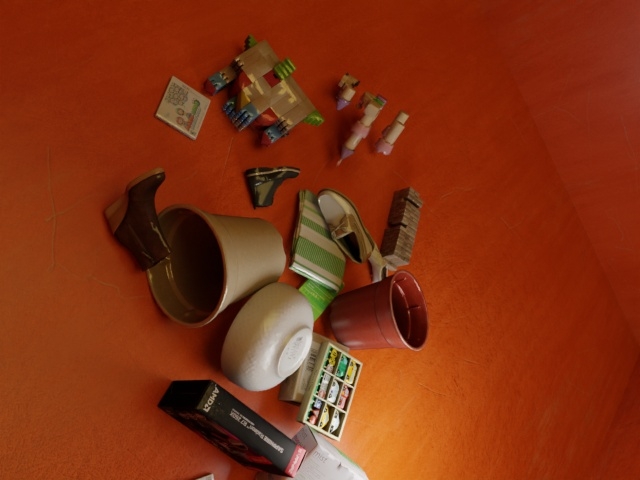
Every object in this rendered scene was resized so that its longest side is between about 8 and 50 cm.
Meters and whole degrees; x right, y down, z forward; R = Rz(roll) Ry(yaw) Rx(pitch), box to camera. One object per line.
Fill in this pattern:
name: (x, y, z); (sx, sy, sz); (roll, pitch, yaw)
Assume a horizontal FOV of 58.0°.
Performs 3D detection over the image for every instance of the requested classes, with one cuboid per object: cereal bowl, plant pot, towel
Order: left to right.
plant pot: (-0.275, 0.054, 1.659); (0.305, 0.334, 0.334); (-9, 85, -52)
cereal bowl: (-0.128, 0.300, 1.698); (0.339, 0.141, 0.339); (-39, 144, -38)
towel: (0.000, 0.000, 2.039); (0.248, 0.038, 0.325); (30, 51, -32)
plant pot: (0.192, 0.259, 1.984); (0.272, 0.265, 0.272); (30, 52, -48)

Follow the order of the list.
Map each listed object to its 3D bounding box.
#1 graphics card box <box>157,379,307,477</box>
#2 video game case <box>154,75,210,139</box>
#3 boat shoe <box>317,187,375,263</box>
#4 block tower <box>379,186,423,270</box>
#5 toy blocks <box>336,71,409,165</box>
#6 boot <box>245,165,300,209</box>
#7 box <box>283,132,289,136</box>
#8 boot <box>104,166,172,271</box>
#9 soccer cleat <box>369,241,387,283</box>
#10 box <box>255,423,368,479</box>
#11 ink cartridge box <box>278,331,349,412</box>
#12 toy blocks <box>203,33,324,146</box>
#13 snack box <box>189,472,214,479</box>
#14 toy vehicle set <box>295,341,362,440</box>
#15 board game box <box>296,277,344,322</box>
graphics card box: (-0.244, 0.520, 1.599); (0.371, 0.233, 0.094); (46, 54, -23)
video game case: (-0.431, -0.416, 1.814); (0.143, 0.019, 0.157); (30, 62, -31)
boat shoe: (0.087, -0.050, 2.040); (0.302, 0.113, 0.103); (51, 37, -17)
block tower: (0.324, -0.048, 2.314); (0.091, 0.097, 0.335); (33, 61, -29)
toy blocks: (0.140, -0.430, 2.200); (0.309, 0.260, 0.288); (34, 26, -2)
boot: (-0.155, -0.179, 1.963); (0.198, 0.077, 0.137); (-8, 89, -28)
box: (-0.153, -0.405, 2.047); (0.067, 0.018, 0.083); (-24, 95, -41)
boot: (-0.455, -0.056, 1.557); (0.207, 0.248, 0.090); (54, 26, 1)
soccer cleat: (0.217, 0.078, 2.203); (0.068, 0.076, 0.196); (-12, 87, -41)
box: (-0.019, 0.730, 1.740); (0.231, 0.127, 0.262); (-47, 113, -3)
ink cartridge box: (-0.018, 0.437, 1.907); (0.193, 0.088, 0.235); (28, 62, -31)
toy blocks: (-0.205, -0.472, 1.924); (0.261, 0.191, 0.381); (-43, 101, -28)
snack box: (-0.372, 0.698, 1.584); (0.178, 0.022, 0.064); (-3, 82, -41)
toy vehicle set: (0.032, 0.483, 1.856); (0.166, 0.035, 0.267); (36, 60, -29)
board game box: (-0.020, 0.187, 2.002); (0.259, 0.039, 0.124); (-45, 108, -36)
